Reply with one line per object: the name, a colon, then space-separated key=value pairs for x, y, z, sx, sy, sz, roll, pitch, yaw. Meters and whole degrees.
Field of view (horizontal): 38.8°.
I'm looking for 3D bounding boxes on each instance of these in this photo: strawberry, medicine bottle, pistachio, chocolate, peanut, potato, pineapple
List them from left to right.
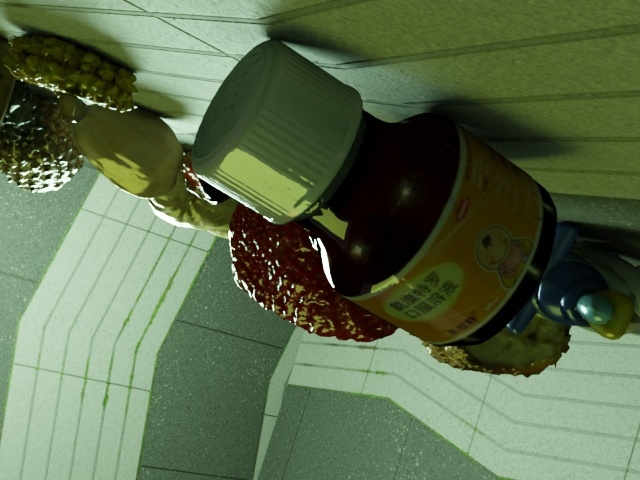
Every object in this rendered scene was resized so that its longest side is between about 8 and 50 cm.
pineapple: x=-0.610 y=-0.231 z=1.901 sx=0.201 sy=0.202 sz=0.362 roll=18 pitch=166 yaw=-3
potato: x=-0.365 y=-0.192 z=1.326 sx=0.037 sy=0.036 sz=0.093 roll=15 pitch=179 yaw=-4
pistachio: x=-0.364 y=-0.178 z=1.714 sx=0.229 sy=0.157 sz=0.157 roll=33 pitch=170 yaw=-24
chocolate: x=-0.233 y=-0.140 z=1.872 sx=0.133 sy=0.124 sz=0.127 roll=38 pitch=-155 yaw=32
peanut: x=-0.262 y=-0.100 z=2.229 sx=0.192 sy=0.170 sz=0.387 roll=9 pitch=175 yaw=40
strawberry: x=0.000 y=0.000 z=1.514 sx=0.351 sy=0.312 sz=0.267 roll=8 pitch=-165 yaw=33
medicine bottle: x=0.052 y=-0.049 z=1.018 sx=0.395 sy=0.243 sz=0.242 roll=26 pitch=173 yaw=-21

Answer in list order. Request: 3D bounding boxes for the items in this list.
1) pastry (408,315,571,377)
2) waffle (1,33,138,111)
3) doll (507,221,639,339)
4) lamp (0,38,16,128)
pastry: x=0.405 y=0.174 z=2.252 sx=0.404 sy=0.293 sz=0.337 roll=7 pitch=-172 yaw=-13
waffle: x=-0.371 y=-0.250 z=1.364 sx=0.193 sy=0.070 sz=0.197 roll=17 pitch=179 yaw=3
doll: x=0.437 y=0.068 z=1.540 sx=0.375 sy=0.187 sz=0.365 roll=1 pitch=178 yaw=35
lamp: x=-0.572 y=-0.245 z=1.451 sx=0.161 sy=0.185 sz=0.161 roll=20 pitch=178 yaw=1
